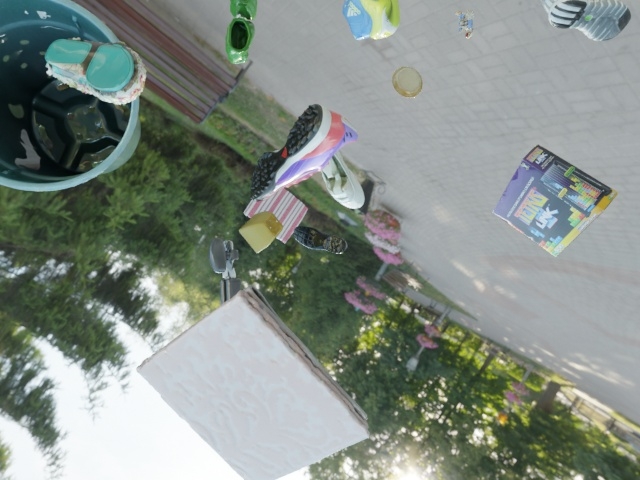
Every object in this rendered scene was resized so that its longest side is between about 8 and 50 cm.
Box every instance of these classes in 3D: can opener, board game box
[{"bbox_3d":[-0.290,0.136,1.255,0.095,0.284,0.076,4,168,-39],"label":"can opener"},{"bbox_3d":[0.390,-0.063,0.726,0.141,0.048,0.170,40,163,22],"label":"board game box"}]

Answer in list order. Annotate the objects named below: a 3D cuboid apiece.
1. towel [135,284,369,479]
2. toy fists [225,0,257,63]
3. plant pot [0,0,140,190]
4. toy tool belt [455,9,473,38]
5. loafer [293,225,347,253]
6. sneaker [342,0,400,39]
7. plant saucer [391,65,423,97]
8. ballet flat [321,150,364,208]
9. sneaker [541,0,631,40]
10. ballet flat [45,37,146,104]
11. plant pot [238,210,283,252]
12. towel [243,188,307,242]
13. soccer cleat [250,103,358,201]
[{"bbox_3d":[-0.127,0.275,0.754,0.332,0.317,0.053,50,-154,-7],"label":"towel"},{"bbox_3d":[-0.255,-0.726,1.383,0.096,0.279,0.142,5,-172,-20],"label":"toy fists"},{"bbox_3d":[-0.536,-0.274,0.886,0.341,0.341,0.334,33,177,-15],"label":"plant pot"},{"bbox_3d":[0.449,-0.678,1.327,0.051,0.083,0.052,-2,-170,0],"label":"toy tool belt"},{"bbox_3d":[0.000,0.000,1.268,0.170,0.062,0.061,21,-175,15],"label":"loafer"},{"bbox_3d":[0.091,-0.538,0.881,0.126,0.240,0.091,-3,-178,42],"label":"sneaker"},{"bbox_3d":[0.219,-0.398,1.055,0.083,0.015,0.083,25,146,18],"label":"plant saucer"},{"bbox_3d":[0.059,-0.266,1.736,0.139,0.139,0.400,28,152,56],"label":"ballet flat"},{"bbox_3d":[0.592,-0.538,0.960,0.228,0.086,0.132,0,-124,-24],"label":"sneaker"},{"bbox_3d":[-0.318,-0.248,0.631,0.240,0.091,0.077,29,174,30],"label":"ballet flat"},{"bbox_3d":[-0.147,-0.030,1.119,0.083,0.081,0.081,-22,112,43],"label":"plant pot"},{"bbox_3d":[-0.141,-0.096,1.358,0.197,0.144,0.029,38,172,-38],"label":"towel"},{"bbox_3d":[-0.051,-0.170,0.939,0.116,0.109,0.318,14,147,-34],"label":"soccer cleat"}]
